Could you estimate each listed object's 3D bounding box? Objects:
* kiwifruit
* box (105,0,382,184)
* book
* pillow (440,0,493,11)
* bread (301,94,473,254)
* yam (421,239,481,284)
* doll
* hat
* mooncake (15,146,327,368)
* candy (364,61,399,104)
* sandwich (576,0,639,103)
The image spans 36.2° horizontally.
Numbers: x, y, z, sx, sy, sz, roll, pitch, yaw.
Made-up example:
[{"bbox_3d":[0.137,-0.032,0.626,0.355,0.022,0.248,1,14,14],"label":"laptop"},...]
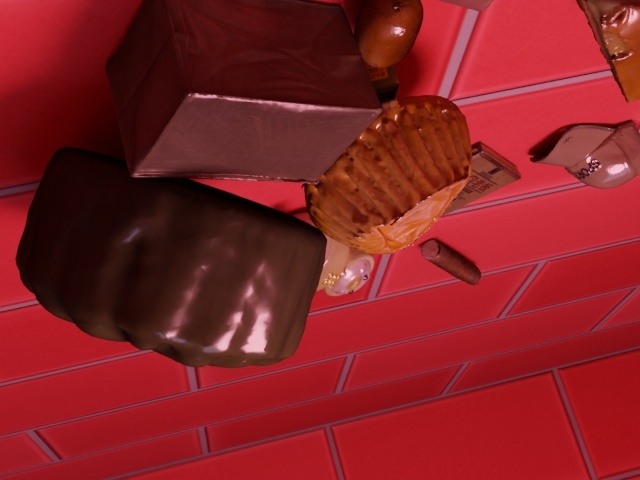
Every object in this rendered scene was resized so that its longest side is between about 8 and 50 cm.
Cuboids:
[{"bbox_3d":[0.073,-0.234,1.074,0.075,0.075,0.124,-13,173,-7],"label":"kiwifruit"},{"bbox_3d":[-0.084,-0.163,1.042,0.231,0.155,0.149,1,150,-34],"label":"box"},{"bbox_3d":[0.197,-0.081,1.610,0.231,0.026,0.161,-27,156,25],"label":"book"},{"bbox_3d":[0.133,-0.308,0.925,0.223,0.084,0.236,-2,153,-30],"label":"pillow"},{"bbox_3d":[0.090,-0.076,1.207,0.240,0.139,0.240,-32,165,-10],"label":"bread"},{"bbox_3d":[0.265,0.047,1.943,0.046,0.046,0.264,-24,157,21],"label":"yam"},{"bbox_3d":[0.011,0.037,1.615,0.141,0.117,0.296,-51,143,11],"label":"doll"},{"bbox_3d":[0.427,-0.122,1.588,0.175,0.084,0.147,-4,157,-31],"label":"hat"},{"bbox_3d":[-0.178,0.023,1.178,0.357,0.194,0.356,19,-178,-1],"label":"mooncake"},{"bbox_3d":[0.037,-0.164,1.243,0.097,0.062,0.194,-14,160,-9],"label":"candy"},{"bbox_3d":[0.380,-0.288,1.058,0.198,0.155,0.227,-25,157,17],"label":"sandwich"}]
